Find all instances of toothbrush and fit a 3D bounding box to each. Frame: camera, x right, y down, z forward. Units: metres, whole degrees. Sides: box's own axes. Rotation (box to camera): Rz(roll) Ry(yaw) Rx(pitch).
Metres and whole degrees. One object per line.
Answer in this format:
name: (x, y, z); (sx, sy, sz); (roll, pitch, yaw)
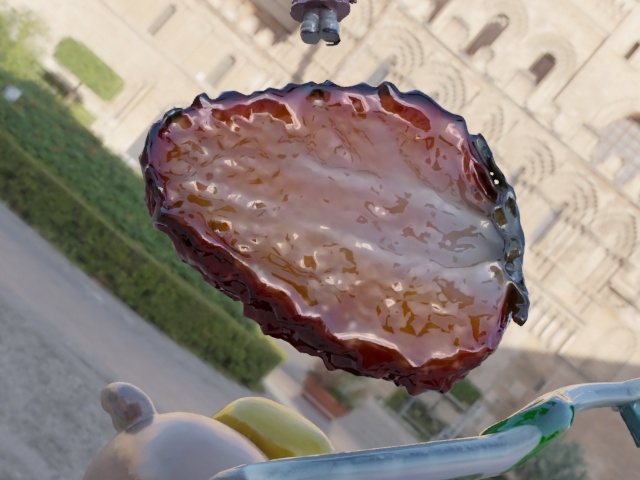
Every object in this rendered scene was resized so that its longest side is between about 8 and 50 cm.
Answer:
toothbrush: (0.090, 0.088, 0.500); (0.418, 0.042, 0.040); (7, 55, -52)

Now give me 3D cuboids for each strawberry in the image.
strawberry: (0.000, 0.000, 0.627); (0.236, 0.190, 0.111); (15, -30, -17)

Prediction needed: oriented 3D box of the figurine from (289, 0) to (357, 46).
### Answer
figurine: (0.008, -0.245, 0.986); (0.072, 0.129, 0.054); (-2, -21, 14)

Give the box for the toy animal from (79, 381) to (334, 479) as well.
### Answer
toy animal: (-0.088, 0.278, 0.784); (0.345, 0.277, 0.247); (52, 6, 34)
